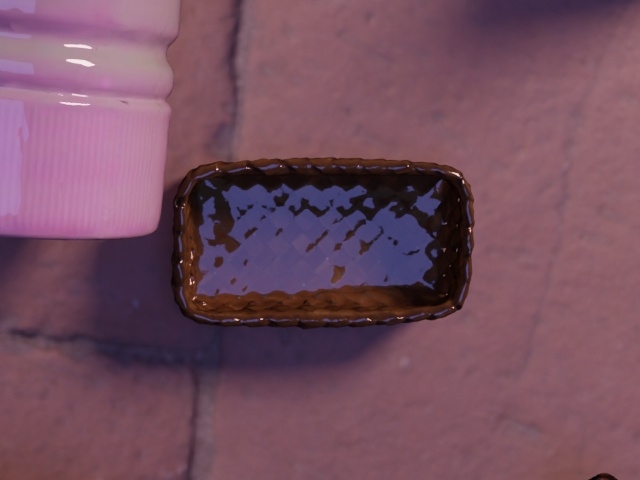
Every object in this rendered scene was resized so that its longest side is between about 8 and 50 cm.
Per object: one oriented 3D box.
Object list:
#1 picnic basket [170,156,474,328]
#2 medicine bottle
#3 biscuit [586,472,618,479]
[{"bbox_3d":[0.000,0.000,0.977,0.193,0.055,0.110,0,97,-9],"label":"picnic basket"},{"bbox_3d":[-0.176,-0.168,0.858,0.202,0.202,0.316,6,95,-9],"label":"medicine bottle"},{"bbox_3d":[0.292,0.306,1.014,0.388,0.107,0.073,39,46,-7],"label":"biscuit"}]
